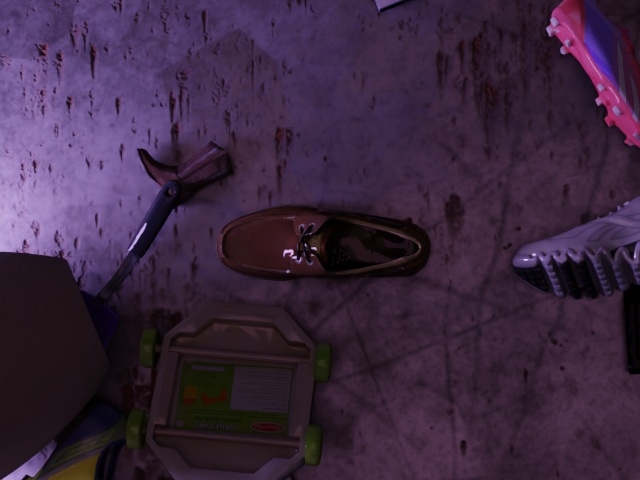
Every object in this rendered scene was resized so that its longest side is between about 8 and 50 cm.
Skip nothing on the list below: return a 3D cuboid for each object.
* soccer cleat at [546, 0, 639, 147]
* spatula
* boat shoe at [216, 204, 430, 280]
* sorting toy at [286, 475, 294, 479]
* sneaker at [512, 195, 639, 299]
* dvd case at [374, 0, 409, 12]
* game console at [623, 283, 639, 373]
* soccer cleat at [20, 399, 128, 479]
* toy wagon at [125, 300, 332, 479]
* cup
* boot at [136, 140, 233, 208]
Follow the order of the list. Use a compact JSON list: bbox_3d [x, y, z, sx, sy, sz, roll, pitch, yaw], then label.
[{"bbox_3d":[0.414,-0.238,1.718,0.095,0.083,0.248,-33,83,-2],"label":"soccer cleat"},{"bbox_3d":[-0.284,0.039,1.776,0.084,0.030,0.296,33,95,8],"label":"spatula"},{"bbox_3d":[0.000,0.000,1.727,0.307,0.104,0.111,-2,87,5],"label":"boat shoe"},{"bbox_3d":[-0.113,0.486,1.724,0.257,0.089,0.255,-26,86,3],"label":"sorting toy"},{"bbox_3d":[0.411,0.005,1.704,0.292,0.110,0.118,-8,55,14],"label":"sneaker"},{"bbox_3d":[0.124,-0.471,1.775,0.179,0.029,0.239,-22,87,3],"label":"dvd case"},{"bbox_3d":[0.536,0.225,1.705,0.213,0.044,0.361,-3,87,6],"label":"game console"},{"bbox_3d":[-0.364,0.363,1.749,0.121,0.093,0.289,35,90,3],"label":"soccer cleat"},{"bbox_3d":[-0.128,0.252,1.689,0.267,0.068,0.344,4,66,5],"label":"toy wagon"},{"bbox_3d":[-0.422,0.147,1.670,0.237,0.331,0.331,-22,86,-11],"label":"cup"},{"bbox_3d":[-0.194,-0.117,1.782,0.114,0.037,0.106,-34,98,6],"label":"boot"}]
